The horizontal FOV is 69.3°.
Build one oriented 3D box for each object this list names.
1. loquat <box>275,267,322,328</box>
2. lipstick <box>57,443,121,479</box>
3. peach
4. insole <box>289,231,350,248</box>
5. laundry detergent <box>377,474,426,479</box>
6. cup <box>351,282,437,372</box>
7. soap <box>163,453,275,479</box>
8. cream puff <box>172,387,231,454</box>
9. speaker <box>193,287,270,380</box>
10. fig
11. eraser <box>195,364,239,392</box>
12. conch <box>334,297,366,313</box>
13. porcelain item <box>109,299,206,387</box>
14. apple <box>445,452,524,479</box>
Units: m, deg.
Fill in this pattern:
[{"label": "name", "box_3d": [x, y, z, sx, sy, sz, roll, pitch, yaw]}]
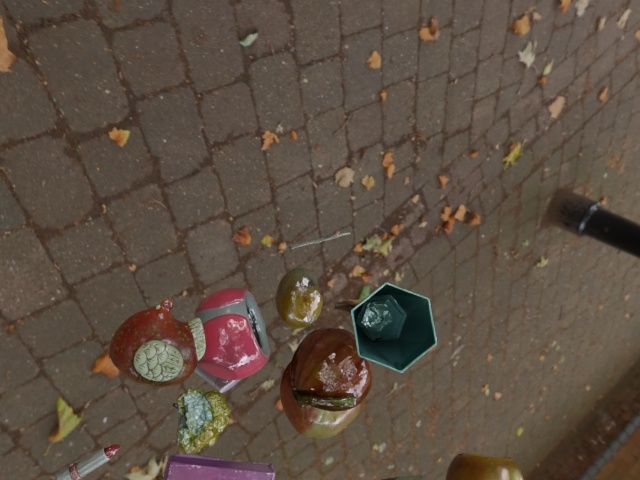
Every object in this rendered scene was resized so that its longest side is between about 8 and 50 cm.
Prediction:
[{"label": "loquat", "box_3d": [-0.079, 0.212, 1.714, 0.179, 0.179, 0.227, -12, 102, -34]}, {"label": "lipstick", "box_3d": [-0.692, 0.671, 1.402, 0.186, 0.057, 0.063, -31, 170, -8]}, {"label": "peach", "box_3d": [-0.001, 0.426, 1.276, 0.232, 0.232, 0.257, -25, 163, -25]}, {"label": "insole", "box_3d": [0.000, 0.000, 1.372, 0.192, 0.063, 0.010, -14, 89, -14]}, {"label": "laundry detergent", "box_3d": [0.182, 0.624, 0.945, 0.091, 0.253, 0.181, 5, 149, -19]}, {"label": "cup", "box_3d": [0.128, 0.158, 0.872, 0.134, 0.236, 0.148, -6, 82, 3]}, {"label": "soap", "box_3d": [-0.178, 0.485, 0.728, 0.181, 0.081, 0.259, 13, 71, -11]}, {"label": "cream puff", "box_3d": [-0.286, 0.440, 1.126, 0.156, 0.156, 0.121, -31, 135, -21]}, {"label": "speaker", "box_3d": [-0.285, 0.294, 1.508, 0.294, 0.294, 0.294, -20, 127, -29]}, {"label": "fig", "box_3d": [0.018, 0.300, 1.045, 0.205, 0.205, 0.205, -20, 127, -29]}, {"label": "eraser", "box_3d": [-0.349, 0.458, 1.747, 0.243, 0.204, 0.059, -23, 124, -47]}, {"label": "conch", "box_3d": [0.155, 0.205, 1.386, 0.232, 0.086, 0.080, -21, 126, 26]}, {"label": "porcelain item", "box_3d": [-0.445, 0.277, 1.292, 0.253, 0.253, 0.253, -20, 127, -29]}, {"label": "apple", "box_3d": [0.509, 0.755, 1.433, 0.237, 0.237, 0.207, 48, 60, -45]}]
